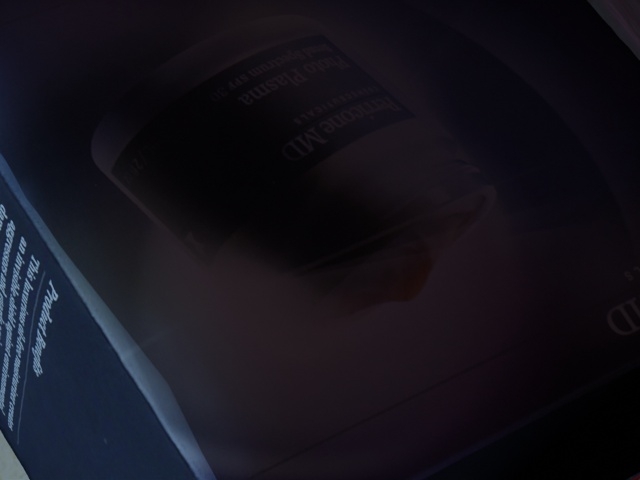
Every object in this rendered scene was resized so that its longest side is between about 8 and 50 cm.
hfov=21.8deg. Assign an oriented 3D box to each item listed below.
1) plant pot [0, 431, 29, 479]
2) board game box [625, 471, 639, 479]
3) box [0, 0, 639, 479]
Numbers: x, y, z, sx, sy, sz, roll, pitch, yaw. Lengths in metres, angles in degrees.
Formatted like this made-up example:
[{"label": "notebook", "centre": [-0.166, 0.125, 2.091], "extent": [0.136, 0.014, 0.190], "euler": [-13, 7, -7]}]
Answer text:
[{"label": "plant pot", "centre": [-0.108, 0.157, 0.993], "extent": [0.305, 0.334, 0.334], "euler": [-49, -3, 5]}, {"label": "board game box", "centre": [0.075, 0.134, 0.555], "extent": [0.194, 0.060, 0.194], "euler": [-38, -1, 17]}, {"label": "box", "centre": [0.000, 0.000, 0.738], "extent": [0.296, 0.294, 0.182], "euler": [-24, -25, -29]}]
